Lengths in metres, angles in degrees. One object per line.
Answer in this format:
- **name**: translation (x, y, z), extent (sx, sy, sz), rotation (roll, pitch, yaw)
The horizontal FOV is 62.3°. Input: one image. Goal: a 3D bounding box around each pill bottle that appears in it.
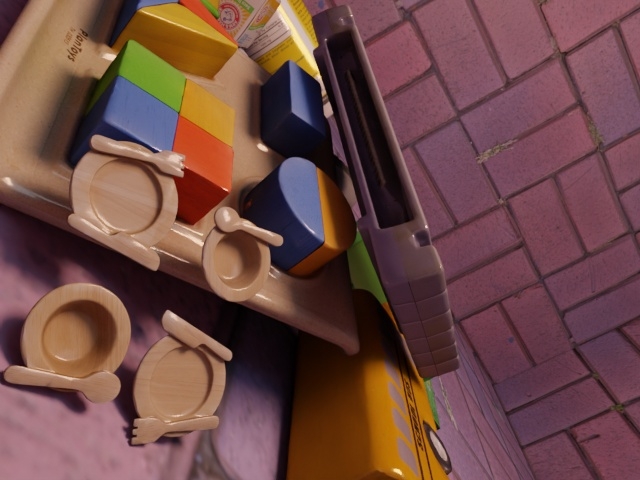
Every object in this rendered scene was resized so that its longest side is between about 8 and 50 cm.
- **pill bottle**: translation (-0.097, -0.387, 1.037), extent (0.334, 0.188, 0.188), rotation (54, 14, -27)

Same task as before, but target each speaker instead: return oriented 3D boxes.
- **speaker**: translation (0.119, 0.100, 0.934), extent (0.131, 0.131, 0.296), rotation (47, 18, -47)

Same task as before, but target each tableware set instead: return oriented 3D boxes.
- **tableware set**: translation (-0.094, 0.031, 0.311), extent (0.141, 0.020, 0.168), rotation (32, 65, -41)

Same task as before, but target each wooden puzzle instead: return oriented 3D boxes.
- **wooden puzzle**: translation (-0.074, -0.099, 0.464), extent (0.348, 0.080, 0.322), rotation (34, 36, -37)

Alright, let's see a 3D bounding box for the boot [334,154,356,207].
- **boot**: translation (-0.032, -0.015, 0.662), extent (0.338, 0.118, 0.222), rotation (13, 50, -55)

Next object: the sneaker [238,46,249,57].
- **sneaker**: translation (-0.114, -0.230, 0.908), extent (0.223, 0.083, 0.098), rotation (45, 27, -16)

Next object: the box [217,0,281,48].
- **box**: translation (-0.177, -0.420, 0.856), extent (0.203, 0.103, 0.114), rotation (39, 16, -9)

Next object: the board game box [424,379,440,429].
- **board game box**: translation (0.178, 0.226, 1.038), extent (0.136, 0.030, 0.259), rotation (59, 18, -29)

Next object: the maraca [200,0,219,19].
- **maraca**: translation (-0.215, -0.362, 0.736), extent (0.186, 0.099, 0.127), rotation (38, 6, 22)

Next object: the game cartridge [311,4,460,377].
- **game cartridge**: translation (0.065, -0.053, 0.569), extent (0.230, 0.068, 0.355), rotation (70, 7, -54)

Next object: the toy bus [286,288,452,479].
- **toy bus**: translation (0.043, 0.159, 0.542), extent (0.130, 0.108, 0.332), rotation (54, 14, -19)
